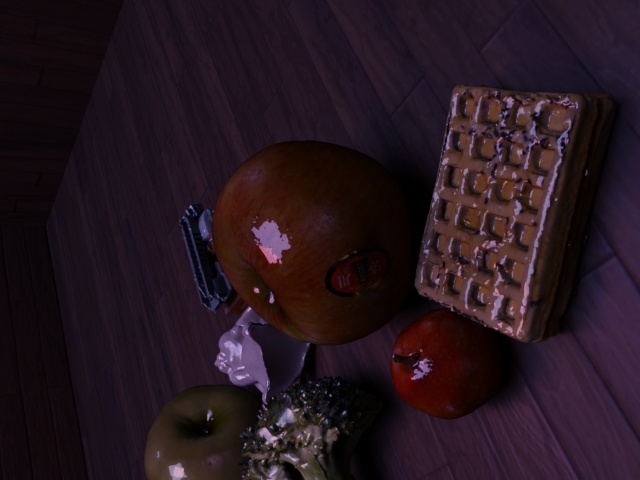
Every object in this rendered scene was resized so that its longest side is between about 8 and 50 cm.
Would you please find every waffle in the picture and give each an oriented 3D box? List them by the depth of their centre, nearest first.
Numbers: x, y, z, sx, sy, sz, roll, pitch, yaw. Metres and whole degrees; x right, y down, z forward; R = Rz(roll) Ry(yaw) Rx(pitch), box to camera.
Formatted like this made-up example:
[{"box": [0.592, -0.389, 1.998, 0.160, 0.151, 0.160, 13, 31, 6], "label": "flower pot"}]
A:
[{"box": [0.294, -0.056, 0.977, 0.261, 0.114, 0.376, 24, 109, 53], "label": "waffle"}]

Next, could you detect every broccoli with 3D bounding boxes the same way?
[{"box": [0.035, 0.458, 1.247, 0.397, 0.275, 0.353, 32, 138, 41], "label": "broccoli"}]

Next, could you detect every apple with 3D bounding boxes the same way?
[{"box": [0.001, 0.001, 1.161, 0.400, 0.334, 0.400, 39, 152, 25], "label": "apple"}, {"box": [-0.265, 0.551, 1.533, 0.357, 0.357, 0.357, 0, 90, 53], "label": "apple"}]

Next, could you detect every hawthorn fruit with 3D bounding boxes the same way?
[{"box": [0.193, 0.201, 1.017, 0.197, 0.226, 0.196, -11, 74, 42], "label": "hawthorn fruit"}]

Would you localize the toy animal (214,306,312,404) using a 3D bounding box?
[{"box": [-0.145, 0.267, 1.513, 0.289, 0.174, 0.249, 25, 122, 49], "label": "toy animal"}]

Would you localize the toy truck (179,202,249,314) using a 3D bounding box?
[{"box": [-0.272, 0.037, 1.663, 0.133, 0.185, 0.338, -49, 53, 40], "label": "toy truck"}]
